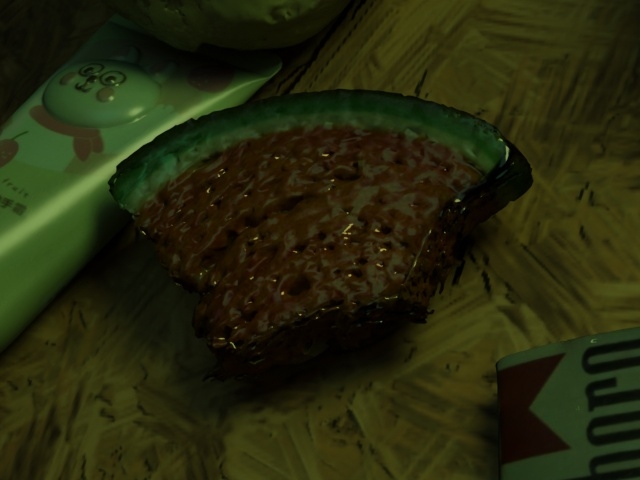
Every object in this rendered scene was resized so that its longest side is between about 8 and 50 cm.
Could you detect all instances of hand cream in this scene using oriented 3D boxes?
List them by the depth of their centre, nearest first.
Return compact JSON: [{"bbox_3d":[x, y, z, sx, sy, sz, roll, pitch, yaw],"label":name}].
[{"bbox_3d":[-0.164,-0.026,1.189,0.147,0.093,0.306,21,58,38],"label":"hand cream"}]

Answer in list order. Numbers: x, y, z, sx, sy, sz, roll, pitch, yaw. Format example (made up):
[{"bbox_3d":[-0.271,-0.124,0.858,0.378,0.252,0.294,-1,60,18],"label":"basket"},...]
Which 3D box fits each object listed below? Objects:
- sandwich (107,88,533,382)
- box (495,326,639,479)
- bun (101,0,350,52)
[{"bbox_3d":[0.007,-0.007,1.092,0.235,0.079,0.159,-20,59,17],"label":"sandwich"},{"bbox_3d":[0.141,0.127,0.943,0.115,0.036,0.177,-13,52,19],"label":"box"},{"bbox_3d":[-0.041,-0.218,1.218,0.259,0.152,0.259,-8,45,8],"label":"bun"}]
